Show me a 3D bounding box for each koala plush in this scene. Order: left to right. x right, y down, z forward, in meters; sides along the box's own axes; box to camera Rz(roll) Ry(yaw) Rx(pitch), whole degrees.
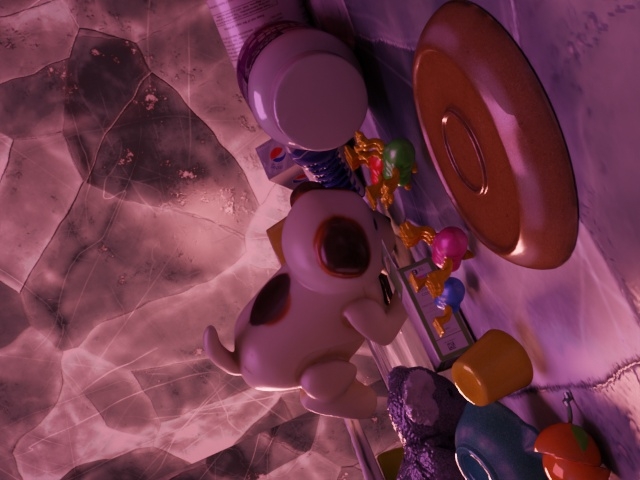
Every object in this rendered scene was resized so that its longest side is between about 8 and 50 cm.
[{"bbox_3d":[0.173,0.293,0.924,0.196,0.203,0.221,114,131,-85],"label":"koala plush"}]

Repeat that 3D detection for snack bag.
[{"bbox_3d":[0.138,0.540,1.161,0.323,0.037,0.343,-123,10,-71],"label":"snack bag"}]

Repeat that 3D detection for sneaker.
[{"bbox_3d":[0.024,-0.149,1.230,0.182,0.127,0.315,63,-176,-2],"label":"sneaker"}]

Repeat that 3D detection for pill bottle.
[{"bbox_3d":[-0.088,-0.353,1.097,0.160,0.160,0.283,-119,7,-66],"label":"pill bottle"},{"bbox_3d":[-0.030,-0.232,0.903,0.301,0.169,0.169,-120,7,-63],"label":"pill bottle"}]

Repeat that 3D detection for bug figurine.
[{"bbox_3d":[0.119,-0.025,0.752,0.216,0.072,0.279,69,176,-76],"label":"bug figurine"}]

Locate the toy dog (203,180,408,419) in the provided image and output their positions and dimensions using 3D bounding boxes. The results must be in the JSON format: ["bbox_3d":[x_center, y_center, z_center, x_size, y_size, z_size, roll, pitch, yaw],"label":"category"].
[{"bbox_3d":[-0.006,0.086,1.169,0.284,0.395,0.408,-108,33,-57],"label":"toy dog"}]

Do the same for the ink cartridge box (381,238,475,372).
[{"bbox_3d":[0.165,0.094,0.953,0.109,0.062,0.209,72,175,-68],"label":"ink cartridge box"}]

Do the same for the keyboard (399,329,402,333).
[{"bbox_3d":[0.196,0.199,1.822,0.256,0.014,0.072,-123,15,-72],"label":"keyboard"}]

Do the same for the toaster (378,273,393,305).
[{"bbox_3d":[0.074,0.103,1.421,0.110,0.168,0.186,-103,-8,-52],"label":"toaster"}]

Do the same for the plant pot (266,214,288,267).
[{"bbox_3d":[0.000,0.000,1.550,0.254,0.239,0.254,158,90,-87],"label":"plant pot"}]

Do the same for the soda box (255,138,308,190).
[{"bbox_3d":[-0.046,-0.184,1.506,0.091,0.098,0.286,66,-163,13],"label":"soda box"}]

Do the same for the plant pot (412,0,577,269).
[{"bbox_3d":[0.131,-0.078,0.511,0.236,0.032,0.236,157,90,-87],"label":"plant pot"}]

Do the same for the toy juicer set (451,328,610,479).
[{"bbox_3d":[0.232,0.266,0.682,0.209,0.089,0.329,42,147,39],"label":"toy juicer set"}]

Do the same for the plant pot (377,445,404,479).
[{"bbox_3d":[0.260,0.521,1.171,0.227,0.207,0.228,-116,4,-55],"label":"plant pot"}]
